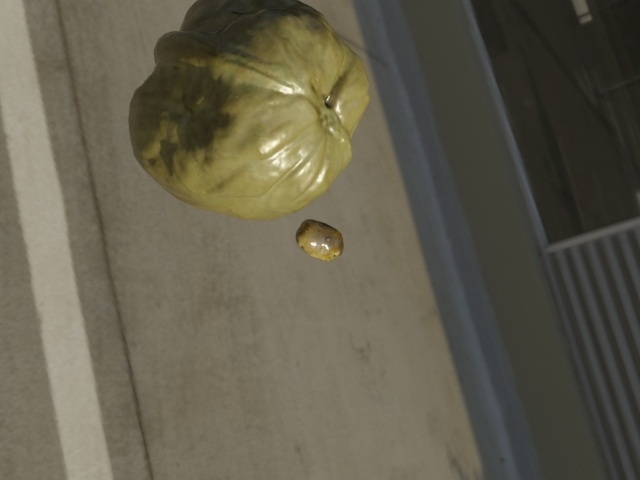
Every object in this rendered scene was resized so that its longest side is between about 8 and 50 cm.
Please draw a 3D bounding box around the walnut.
[{"bbox_3d":[-0.088,-0.171,1.045,0.253,0.277,0.282,-1,110,-54],"label":"walnut"}]

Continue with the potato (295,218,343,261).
[{"bbox_3d":[0.000,0.000,1.153,0.083,0.040,0.051,24,65,-42],"label":"potato"}]
